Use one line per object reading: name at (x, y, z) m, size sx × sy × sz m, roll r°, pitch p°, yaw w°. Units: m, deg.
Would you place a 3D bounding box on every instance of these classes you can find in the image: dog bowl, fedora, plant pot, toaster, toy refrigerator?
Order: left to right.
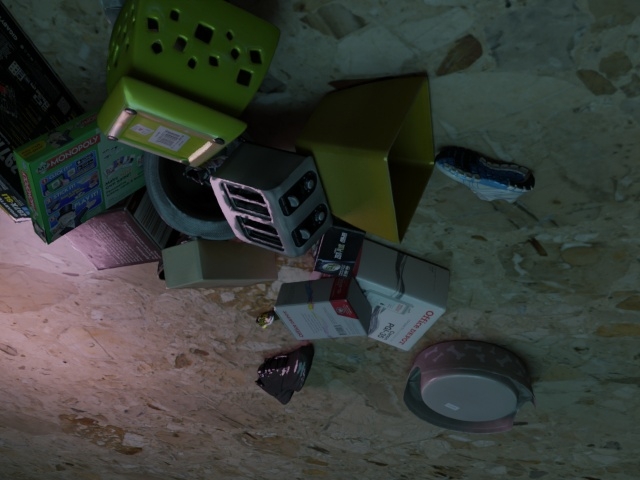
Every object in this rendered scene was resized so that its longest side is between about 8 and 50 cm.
plant pot at (-0.222, -0.249, 1.065) m, size 0.227 × 0.207 × 0.228 m, roll 18°, pitch 163°, yaw -25°
fedora at (-0.214, -0.147, 1.321) m, size 0.243 × 0.124 × 0.276 m, roll 5°, pitch 128°, yaw 6°
toy refrigerator at (-0.214, 0.050, 1.478) m, size 0.102 × 0.094 × 0.269 m, roll -14°, pitch 170°, yaw 30°
toaster at (-0.089, -0.078, 1.177) m, size 0.185 × 0.110 × 0.168 m, roll 18°, pitch 144°, yaw 32°
plant pot at (0.076, -0.152, 1.188) m, size 0.187 × 0.212 × 0.212 m, roll 11°, pitch 142°, yaw 22°
dog bowl at (0.396, 0.391, 1.798) m, size 0.348 × 0.102 × 0.349 m, roll 8°, pitch 140°, yaw 7°

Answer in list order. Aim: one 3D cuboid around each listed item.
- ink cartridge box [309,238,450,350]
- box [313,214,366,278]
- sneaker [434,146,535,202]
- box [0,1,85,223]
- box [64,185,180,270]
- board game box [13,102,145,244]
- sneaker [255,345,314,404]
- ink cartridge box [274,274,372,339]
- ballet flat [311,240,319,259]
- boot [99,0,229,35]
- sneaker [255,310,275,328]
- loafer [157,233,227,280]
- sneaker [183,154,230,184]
ink cartridge box at (0.125, 0.118, 1.542) m, size 0.282 × 0.117 × 0.207 m, roll 21°, pitch 139°, yaw -8°
box at (0.047, -0.043, 1.328) m, size 0.077 × 0.180 × 0.147 m, roll 13°, pitch 141°, yaw -2°
sneaker at (0.298, -0.111, 1.267) m, size 0.190 × 0.071 × 0.083 m, roll 18°, pitch 146°, yaw -5°
box at (-0.574, -0.234, 1.222) m, size 0.079 × 0.257 × 0.322 m, roll -5°, pitch 138°, yaw 25°
box at (-0.423, -0.058, 1.453) m, size 0.203 × 0.167 × 0.168 m, roll -7°, pitch 136°, yaw 24°
board game box at (-0.392, -0.151, 1.237) m, size 0.046 × 0.317 × 0.214 m, roll 37°, pitch 144°, yaw 19°
sneaker at (-0.109, 0.378, 1.929) m, size 0.130 × 0.109 × 0.286 m, roll 27°, pitch 137°, yaw -6°
ink cartridge box at (0.007, 0.148, 1.464) m, size 0.175 × 0.072 × 0.127 m, roll -7°, pitch 135°, yaw 25°
ballet flat at (0.000, 0.000, 1.509) m, size 0.041 × 0.041 × 0.114 m, roll 21°, pitch 139°, yaw -8°
boot at (-0.255, -0.408, 1.082) m, size 0.208 × 0.076 × 0.190 m, roll 16°, pitch 141°, yaw 7°
sneaker at (-0.147, 0.209, 1.793) m, size 0.035 × 0.031 × 0.083 m, roll 27°, pitch 139°, yaw -14°
loafer at (-0.293, 0.022, 1.574) m, size 0.096 × 0.084 × 0.267 m, roll 37°, pitch 135°, yaw -25°
sneaker at (-0.198, -0.122, 1.213) m, size 0.098 × 0.069 × 0.038 m, roll 1°, pitch 128°, yaw 8°
